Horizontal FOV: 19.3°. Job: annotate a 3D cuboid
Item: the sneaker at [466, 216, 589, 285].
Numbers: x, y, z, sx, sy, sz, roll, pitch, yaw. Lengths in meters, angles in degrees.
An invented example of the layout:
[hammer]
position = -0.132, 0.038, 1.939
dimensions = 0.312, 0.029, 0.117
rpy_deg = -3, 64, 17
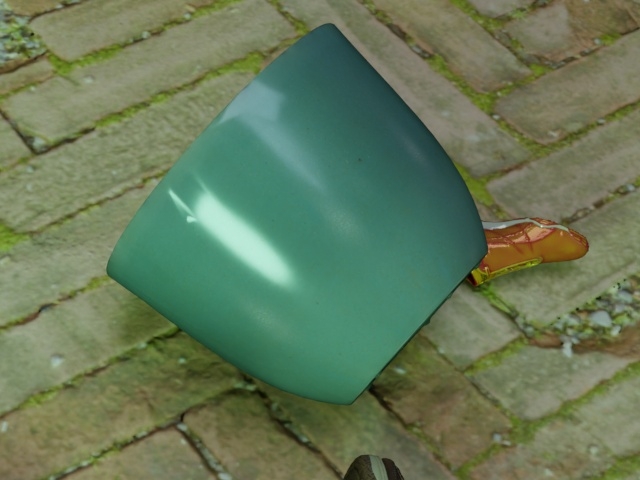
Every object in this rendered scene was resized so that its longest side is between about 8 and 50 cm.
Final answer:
[sneaker]
position = 0.168, 0.013, 1.787
dimensions = 0.175, 0.064, 0.067
rpy_deg = 0, 70, -4

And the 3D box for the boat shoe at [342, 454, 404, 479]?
[boat shoe]
position = 0.074, 0.295, 1.515
dimensions = 0.095, 0.095, 0.257
rpy_deg = 8, 54, -22

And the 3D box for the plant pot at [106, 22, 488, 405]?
[plant pot]
position = 0.000, 0.000, 1.624
dimensions = 0.235, 0.293, 0.293
rpy_deg = 42, 54, 4
